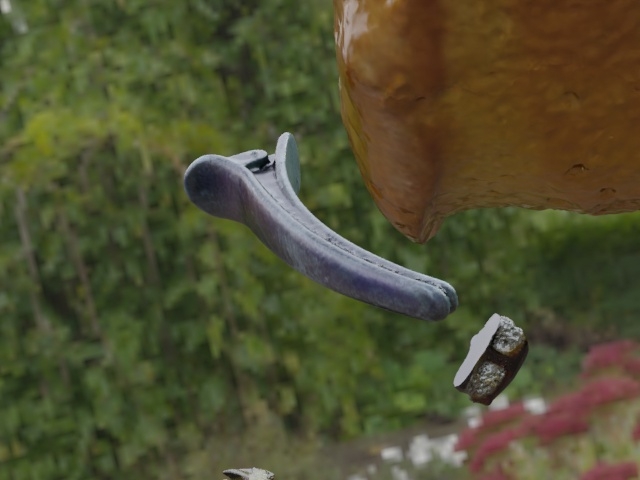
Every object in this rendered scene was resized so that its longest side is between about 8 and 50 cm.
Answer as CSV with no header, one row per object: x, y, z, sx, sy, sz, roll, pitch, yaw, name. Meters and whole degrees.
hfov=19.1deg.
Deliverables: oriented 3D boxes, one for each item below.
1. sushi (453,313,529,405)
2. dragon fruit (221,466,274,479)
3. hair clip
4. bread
0.160,0.113,1.764,0.083,0.046,0.044,-58,16,-3,sushi
-0.067,0.251,1.416,0.166,0.160,0.172,-5,-9,-3,dragon fruit
0.000,0.000,1.154,0.083,0.048,0.275,-14,26,-19,hair clip
0.089,-0.151,0.767,0.172,0.312,0.312,4,10,5,bread
